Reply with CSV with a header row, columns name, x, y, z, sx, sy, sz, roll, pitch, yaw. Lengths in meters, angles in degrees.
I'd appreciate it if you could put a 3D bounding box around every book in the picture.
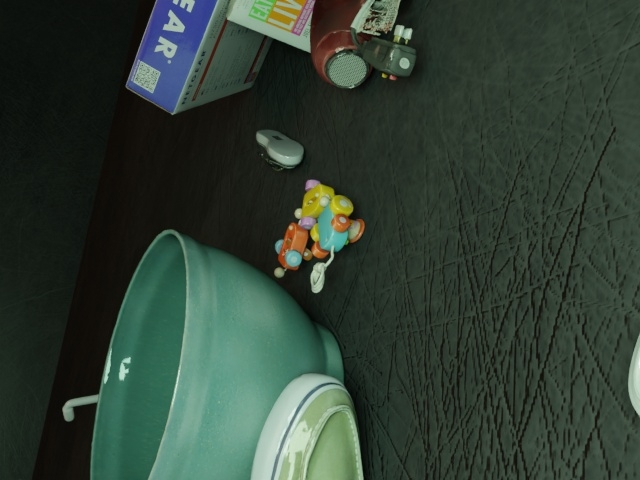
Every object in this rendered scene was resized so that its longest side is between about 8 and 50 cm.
name,x,y,z,sx,sy,sz,roll,pitch,yaw
book,-0.041,-0.312,0.944,0.096,0.144,0.035,-60,32,28

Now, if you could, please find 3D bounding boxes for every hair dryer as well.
name,x,y,z,sx,sy,sz,roll,pitch,yaw
hair dryer,0.073,-0.273,0.809,0.224,0.080,0.293,-59,32,-3

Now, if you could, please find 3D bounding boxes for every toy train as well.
name,x,y,z,sx,sy,sz,roll,pitch,yaw
toy train,0.000,0.000,0.806,0.166,0.046,0.125,32,106,67

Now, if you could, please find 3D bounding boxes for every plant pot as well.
name,x,y,z,sx,sy,sz,roll,pitch,yaw
plant pot,-0.099,0.154,0.739,0.293,0.196,0.293,-42,40,50

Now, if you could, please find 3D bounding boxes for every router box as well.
name,x,y,z,sx,sy,sz,roll,pitch,yaw
router box,-0.122,-0.371,1.045,0.336,0.082,0.301,-62,-5,24

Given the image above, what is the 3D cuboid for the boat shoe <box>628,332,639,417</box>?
name,x,y,z,sx,sy,sz,roll,pitch,yaw
boat shoe,0.207,-0.001,0.346,0.226,0.075,0.083,-65,27,18

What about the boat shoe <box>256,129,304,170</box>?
name,x,y,z,sx,sy,sz,roll,pitch,yaw
boat shoe,-0.057,-0.120,0.992,0.142,0.049,0.040,-130,41,-62

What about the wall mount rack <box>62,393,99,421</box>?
name,x,y,z,sx,sy,sz,roll,pitch,yaw
wall mount rack,-0.351,0.432,1.189,0.350,0.130,0.304,-107,9,-50

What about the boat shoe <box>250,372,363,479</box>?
name,x,y,z,sx,sy,sz,roll,pitch,yaw
boat shoe,0.002,0.268,0.606,0.094,0.109,0.303,1,86,48
